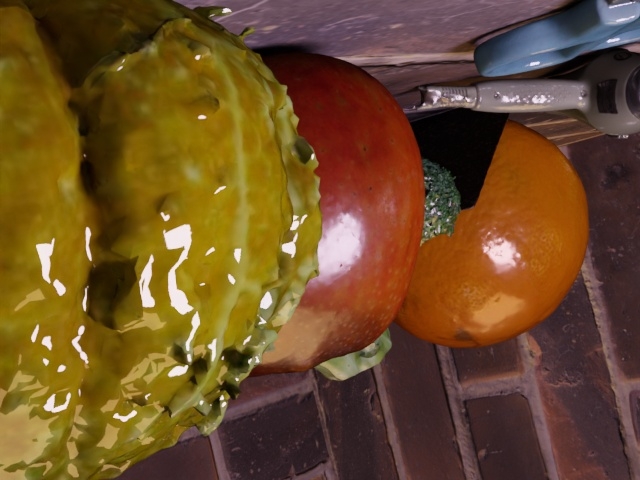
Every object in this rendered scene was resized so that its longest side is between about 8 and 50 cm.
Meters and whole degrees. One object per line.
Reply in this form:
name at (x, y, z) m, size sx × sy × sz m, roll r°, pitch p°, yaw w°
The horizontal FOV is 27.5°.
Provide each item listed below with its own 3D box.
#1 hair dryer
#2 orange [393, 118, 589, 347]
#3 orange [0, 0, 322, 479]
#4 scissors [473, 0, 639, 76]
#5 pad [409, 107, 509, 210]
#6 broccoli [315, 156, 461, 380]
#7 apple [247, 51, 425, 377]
hair dryer at (0.222, -0.154, 1.377) m, size 0.267 × 0.092 × 0.229 m, roll 0°, pitch -175°, yaw 1°
orange at (0.189, -0.015, 1.674) m, size 0.312 × 0.312 × 0.312 m, roll -13°, pitch 179°, yaw 0°
orange at (-0.152, 0.008, 0.580) m, size 0.300 × 0.223 × 0.301 m, roll -7°, pitch 177°, yaw -27°
scissors at (0.232, -0.173, 0.901) m, size 0.192 × 0.029 × 0.447 m, roll -14°, pitch 180°, yaw -5°
pad at (0.069, -0.072, 1.553) m, size 0.330 × 0.004 × 0.220 m, roll -14°, pitch -146°, yaw 35°
broccoli at (0.000, 0.000, 1.351) m, size 0.308 × 0.275 × 0.308 m, roll -21°, pitch -155°, yaw 11°
apple at (-0.042, -0.016, 0.897) m, size 0.230 × 0.230 × 0.230 m, roll -13°, pitch 179°, yaw 0°
